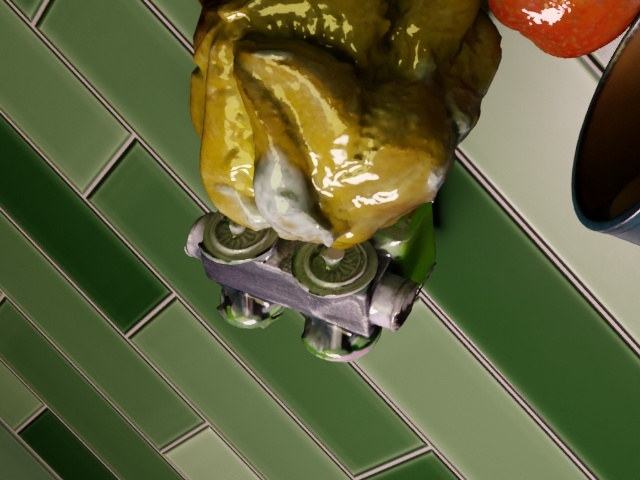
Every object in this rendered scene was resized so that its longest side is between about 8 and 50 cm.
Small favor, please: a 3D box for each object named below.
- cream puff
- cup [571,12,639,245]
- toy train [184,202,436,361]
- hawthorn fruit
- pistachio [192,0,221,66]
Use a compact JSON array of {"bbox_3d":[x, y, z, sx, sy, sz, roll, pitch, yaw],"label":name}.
[{"bbox_3d":[0.006,-0.171,1.101,0.276,0.378,0.378,34,141,-12],"label":"cream puff"},{"bbox_3d":[0.416,-0.094,0.903,0.292,0.242,0.307,22,120,-10],"label":"cup"},{"bbox_3d":[0.000,0.000,1.345,0.307,0.248,0.173,20,146,24],"label":"toy train"},{"bbox_3d":[0.270,-0.302,0.978,0.165,0.165,0.285,41,123,2],"label":"hawthorn fruit"},{"bbox_3d":[-0.093,-0.218,1.328,0.165,0.131,0.210,-23,100,50],"label":"pistachio"}]
